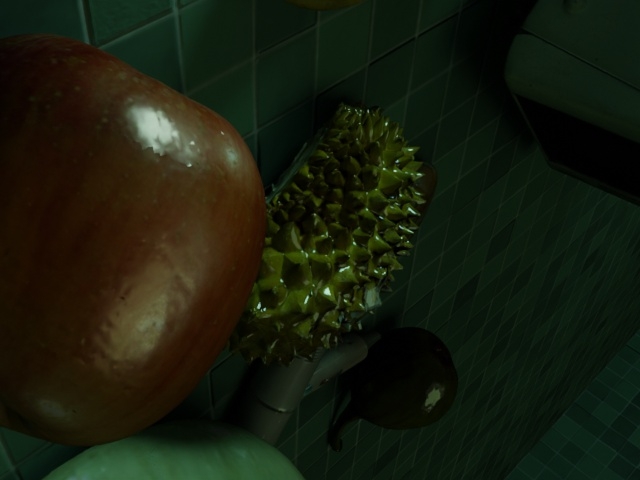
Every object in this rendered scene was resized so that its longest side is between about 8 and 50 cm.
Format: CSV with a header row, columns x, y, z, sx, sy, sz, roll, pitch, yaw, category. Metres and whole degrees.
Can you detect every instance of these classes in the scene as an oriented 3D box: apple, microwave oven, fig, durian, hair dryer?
x,y,z,sx,sy,sz,roll,pitch,yaw,category
-0.124,0.006,0.421,0.199,0.199,0.199,-38,149,-28,apple
0.365,-0.198,0.860,0.333,0.247,0.394,-58,158,5,microwave oven
0.069,0.199,1.068,0.124,0.124,0.236,-16,158,-51,fig
0.007,0.002,0.685,0.249,0.138,0.183,-53,145,-14,durian
-0.013,0.154,0.927,0.220,0.054,0.195,-10,131,-63,hair dryer

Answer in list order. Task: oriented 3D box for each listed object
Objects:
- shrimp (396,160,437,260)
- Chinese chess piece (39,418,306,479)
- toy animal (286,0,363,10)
x,y,z,sx,sy,sz,roll,pitch,yaw,category
0.050,0.016,0.846,0.236,0.053,0.133,-53,173,-28,shrimp
-0.147,0.321,0.738,0.349,0.146,0.349,-27,138,-27,Chinese chess piece
0.027,-0.206,0.554,0.159,0.083,0.070,-45,127,-40,toy animal
